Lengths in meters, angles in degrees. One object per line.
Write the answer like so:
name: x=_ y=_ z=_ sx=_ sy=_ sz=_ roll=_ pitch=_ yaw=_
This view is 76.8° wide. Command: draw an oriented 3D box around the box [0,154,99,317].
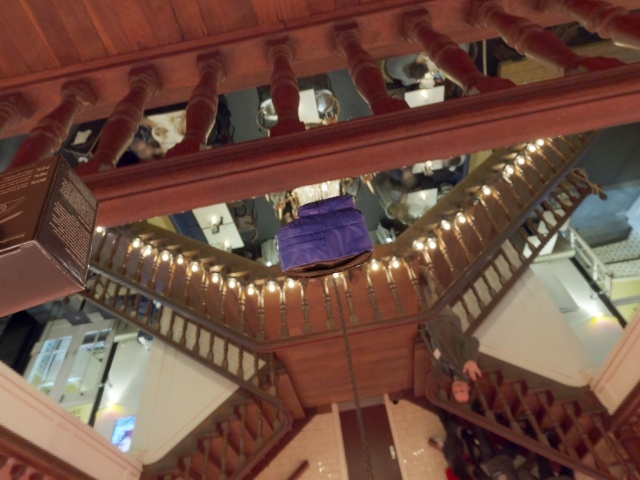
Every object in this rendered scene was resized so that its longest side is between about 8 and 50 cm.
box: x=-0.432 y=-0.009 z=0.585 sx=0.153 sy=0.207 sz=0.108 roll=-17 pitch=137 yaw=-3

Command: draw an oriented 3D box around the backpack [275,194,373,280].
backpack: x=0.000 y=0.000 z=0.542 sx=0.120 sy=0.101 sz=0.098 roll=-17 pitch=163 yaw=1
